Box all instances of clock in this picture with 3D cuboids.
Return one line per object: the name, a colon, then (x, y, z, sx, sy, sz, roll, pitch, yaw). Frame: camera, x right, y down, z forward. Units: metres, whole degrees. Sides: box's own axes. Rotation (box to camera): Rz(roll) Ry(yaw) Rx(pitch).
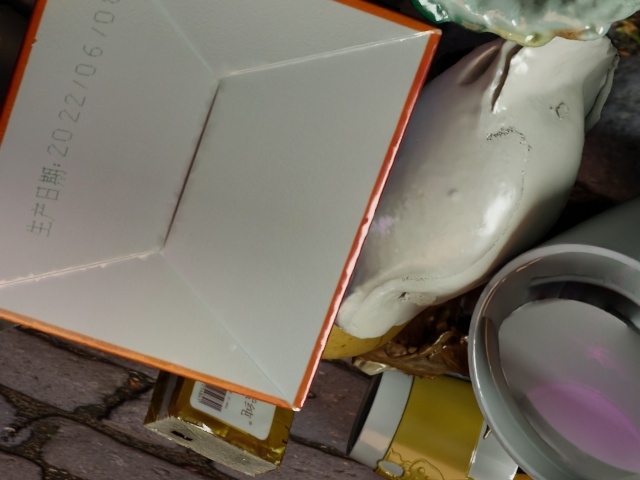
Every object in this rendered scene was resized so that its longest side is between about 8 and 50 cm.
clock: (0.157, -0.168, 1.405, 0.083, 0.010, 0.074, -10, 141, 35)

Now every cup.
cup: (0.155, 0.289, 1.977, 0.226, 0.185, 0.241, 23, 135, -3)
cup: (0.330, 0.080, 1.352, 0.253, 0.372, 0.253, 14, 114, 34)

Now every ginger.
ginger: (0.170, 0.108, 1.639, 0.418, 0.254, 0.176, -9, 148, 42)

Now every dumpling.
dumpling: (0.156, -0.051, 1.353, 0.181, 0.341, 0.260, 19, -170, 32)

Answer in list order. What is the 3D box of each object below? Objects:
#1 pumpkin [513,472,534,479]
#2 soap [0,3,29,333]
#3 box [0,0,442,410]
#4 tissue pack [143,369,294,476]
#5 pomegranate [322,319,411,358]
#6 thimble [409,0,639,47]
pumpkin: (0.265, 0.381, 2.172, 0.258, 0.095, 0.290, 14, 153, -7)
soap: (-0.424, -0.110, 1.548, 0.435, 0.212, 0.350, 36, 144, -30)
box: (-0.112, -0.086, 1.244, 0.319, 0.348, 0.257, 18, -170, -7)
tissue pack: (-0.112, 0.171, 1.856, 0.183, 0.226, 0.092, 30, 144, -27)
pomegranate: (0.000, 0.000, 1.509, 0.264, 0.264, 0.264, 10, 149, 6)
thimble: (0.168, -0.284, 1.062, 0.254, 0.167, 0.288, 20, 150, -13)
